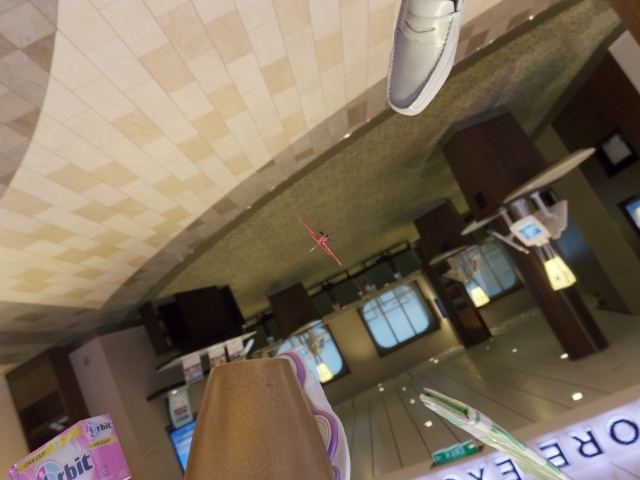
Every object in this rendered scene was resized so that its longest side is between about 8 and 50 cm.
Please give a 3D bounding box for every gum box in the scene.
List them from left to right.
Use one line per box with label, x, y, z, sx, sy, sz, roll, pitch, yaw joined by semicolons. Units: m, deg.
gum box;-0.405;0.372;0.759;0.188;0.107;0.062;-34;161;14

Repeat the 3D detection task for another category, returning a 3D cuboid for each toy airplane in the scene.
toy airplane;0.000;0.000;1.122;0.028;0.151;0.151;-42;164;16

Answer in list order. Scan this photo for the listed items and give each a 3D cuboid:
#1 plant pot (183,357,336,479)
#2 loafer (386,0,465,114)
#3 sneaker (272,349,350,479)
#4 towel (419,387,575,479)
plant pot;-0.089;0.306;0.682;0.237;0.254;0.237;-7;159;-3
loafer;0.164;-0.351;0.727;0.111;0.112;0.319;-22;132;-53
sneaker;-0.007;0.352;0.909;0.114;0.305;0.152;-28;133;3
towel;0.383;0.430;1.004;0.038;0.325;0.248;-54;-175;-13
